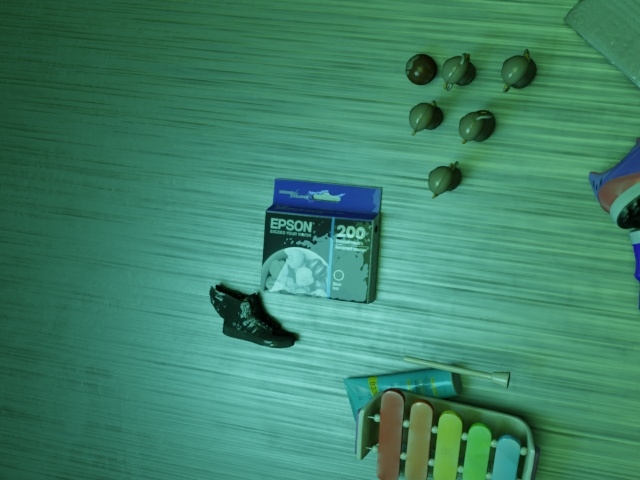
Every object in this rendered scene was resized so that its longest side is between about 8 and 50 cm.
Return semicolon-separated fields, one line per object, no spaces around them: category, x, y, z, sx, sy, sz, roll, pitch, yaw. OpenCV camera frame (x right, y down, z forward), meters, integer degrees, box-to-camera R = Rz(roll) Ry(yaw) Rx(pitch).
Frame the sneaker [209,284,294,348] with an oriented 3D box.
sneaker;-0.124;0.138;2.069;0.170;0.051;0.089;11;103;19

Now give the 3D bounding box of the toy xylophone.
toy xylophone;0.216;0.320;1.936;0.322;0.081;0.236;4;120;18

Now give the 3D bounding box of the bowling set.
bowling set;0.206;-0.227;1.880;0.200;0.154;0.287;33;103;11

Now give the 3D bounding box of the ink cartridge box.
ink cartridge box;0.000;0.000;2.022;0.206;0.045;0.208;5;96;16

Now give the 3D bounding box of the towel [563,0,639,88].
towel;0.546;-0.335;1.797;0.187;0.049;0.282;-48;66;14

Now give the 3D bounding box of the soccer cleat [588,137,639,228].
soccer cleat;0.577;-0.153;1.810;0.318;0.108;0.116;-38;54;9

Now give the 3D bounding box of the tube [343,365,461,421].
tube;0.144;0.265;2.007;0.207;0.052;0.080;-14;88;23

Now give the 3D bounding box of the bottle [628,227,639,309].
bottle;0.579;0.108;1.834;0.118;0.092;0.283;-19;90;18
